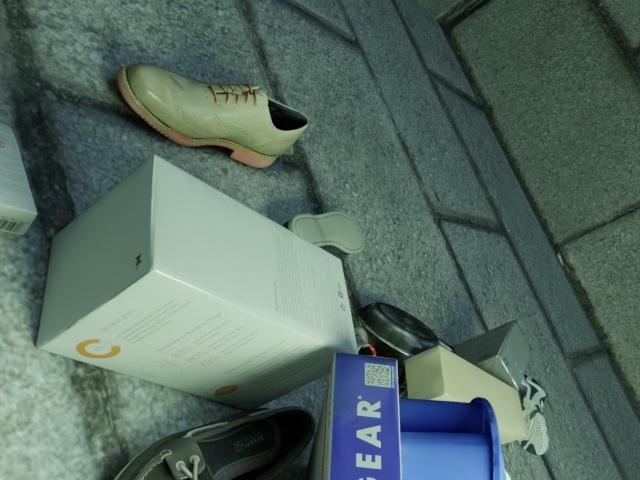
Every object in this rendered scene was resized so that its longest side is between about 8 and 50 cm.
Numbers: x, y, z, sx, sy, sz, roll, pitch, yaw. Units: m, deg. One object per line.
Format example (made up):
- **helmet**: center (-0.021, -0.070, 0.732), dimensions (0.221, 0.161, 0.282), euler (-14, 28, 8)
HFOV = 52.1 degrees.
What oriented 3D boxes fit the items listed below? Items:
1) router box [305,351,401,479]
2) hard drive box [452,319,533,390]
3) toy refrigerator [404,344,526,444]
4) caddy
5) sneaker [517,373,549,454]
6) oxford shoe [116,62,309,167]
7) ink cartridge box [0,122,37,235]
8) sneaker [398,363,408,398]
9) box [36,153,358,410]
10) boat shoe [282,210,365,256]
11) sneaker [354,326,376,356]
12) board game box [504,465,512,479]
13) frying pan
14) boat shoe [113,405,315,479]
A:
- **router box**: center (0.028, 0.361, 0.797), dimensions (0.082, 0.301, 0.335), euler (8, 43, -3)
- **hard drive box**: center (0.375, 0.291, 1.513), dimensions (0.089, 0.181, 0.232), euler (59, 29, 0)
- **toy refrigerator**: center (0.280, 0.309, 1.271), dimensions (0.270, 0.094, 0.102), euler (31, 41, -34)
- **caddy**: center (0.162, 0.374, 0.884), dimensions (0.241, 0.179, 0.340), euler (-68, 167, -80)
- **sneaker**: center (0.566, 0.452, 1.746), dimensions (0.153, 0.094, 0.234), euler (14, 40, -41)
- **oxford shoe**: center (-0.181, -0.251, 1.190), dimensions (0.397, 0.147, 0.140), euler (10, 55, -54)
- **ink cartridge box**: center (-0.430, -0.094, 0.780), dimensions (0.145, 0.045, 0.179), euler (19, 29, -49)
- **sneaker**: center (0.190, 0.309, 1.305), dimensions (0.084, 0.083, 0.214), euler (51, 31, -17)
- **box**: center (-0.147, 0.077, 0.859), dimensions (0.345, 0.215, 0.168), euler (31, 39, -42)
- **boat shoe**: center (0.000, 0.000, 1.308), dimensions (0.255, 0.079, 0.095), euler (-6, 71, -57)
- **sneaker**: center (0.077, 0.210, 1.229), dimensions (0.057, 0.075, 0.161), euler (53, 29, -10)
- **board game box**: center (0.384, 0.510, 1.380), dimensions (0.126, 0.026, 0.186), euler (62, -1, 11)
- **frying pan**: center (0.219, 0.216, 1.324), dimensions (0.326, 0.053, 0.197), euler (30, 11, 13)
- **boat shoe**: center (-0.124, 0.276, 0.825), dimensions (0.335, 0.096, 0.112), euler (-8, 69, -60)
